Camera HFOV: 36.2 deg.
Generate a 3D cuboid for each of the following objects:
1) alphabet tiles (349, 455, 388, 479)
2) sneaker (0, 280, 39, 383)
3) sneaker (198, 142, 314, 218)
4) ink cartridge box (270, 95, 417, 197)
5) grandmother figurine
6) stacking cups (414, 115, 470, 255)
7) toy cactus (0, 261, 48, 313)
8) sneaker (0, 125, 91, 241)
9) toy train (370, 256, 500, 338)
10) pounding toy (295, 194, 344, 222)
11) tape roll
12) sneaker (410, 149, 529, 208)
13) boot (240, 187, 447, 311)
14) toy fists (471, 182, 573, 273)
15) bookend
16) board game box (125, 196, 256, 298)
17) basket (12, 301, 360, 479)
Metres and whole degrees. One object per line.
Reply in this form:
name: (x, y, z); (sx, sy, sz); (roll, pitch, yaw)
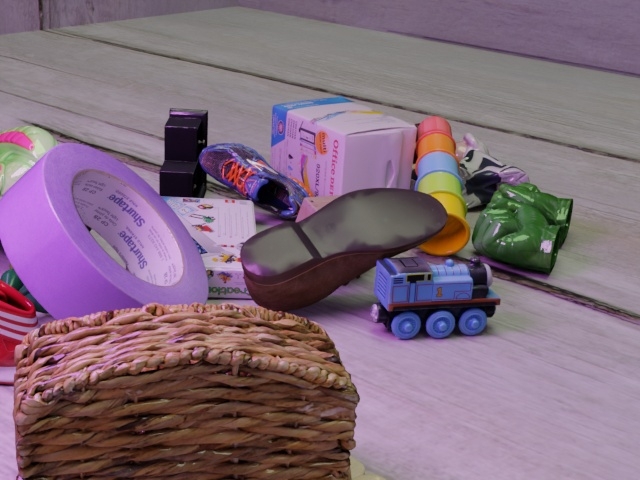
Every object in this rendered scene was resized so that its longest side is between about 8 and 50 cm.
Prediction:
alphabet tiles: (-0.030, 0.282, 0.910); (0.278, 0.021, 0.284); (-15, 29, -41)
sneaker: (-0.439, 0.096, 1.160); (0.221, 0.128, 0.087); (2, 22, -7)
sneaker: (-0.114, -0.106, 1.715); (0.221, 0.083, 0.087); (26, 14, 5)
ink cartridge box: (0.038, -0.155, 1.828); (0.168, 0.171, 0.233); (-12, 26, -34)
grandmother figurine: (0.187, -0.187, 2.052); (0.343, 0.104, 0.207); (6, 49, -3)
stacking cups: (0.209, -0.104, 1.723); (0.096, 0.096, 0.316); (5, 38, 1)
toy cactus: (-0.386, 0.073, 1.305); (0.181, 0.112, 0.219); (-34, 42, -29)
sneaker: (-0.505, -0.062, 1.534); (0.185, 0.202, 0.483); (-50, 31, -20)
toy train: (0.160, 0.075, 1.354); (0.184, 0.105, 0.080); (-2, 22, -14)
pounding toy: (0.000, 0.000, 1.502); (0.130, 0.141, 0.100); (-6, 40, -38)
tape roll: (-0.270, 0.009, 1.245); (0.275, 0.090, 0.274); (44, 19, -19)
sneaker: (0.274, -0.121, 1.904); (0.235, 0.094, 0.153); (-5, 15, -5)
boot: (0.035, 0.013, 1.394); (0.305, 0.115, 0.112); (-18, 51, -12)
toy fists: (0.345, -0.032, 1.678); (0.142, 0.096, 0.279); (10, 24, 18)
bookend: (-0.247, -0.143, 1.765); (0.072, 0.157, 0.156); (3, 21, -2)
board game box: (-0.197, 0.004, 1.540); (0.193, 0.053, 0.305); (2, 21, -7)
basket: (-0.132, 0.145, 0.921); (0.299, 0.213, 0.223); (-1, 22, -12)
